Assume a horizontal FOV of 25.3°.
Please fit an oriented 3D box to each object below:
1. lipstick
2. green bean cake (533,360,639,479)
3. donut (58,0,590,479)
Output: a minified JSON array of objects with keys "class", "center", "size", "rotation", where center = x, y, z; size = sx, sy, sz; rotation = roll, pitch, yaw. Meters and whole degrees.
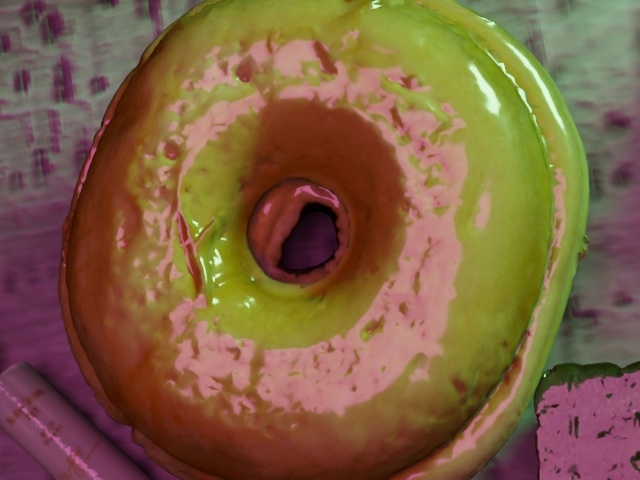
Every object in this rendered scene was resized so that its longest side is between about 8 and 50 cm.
[{"class":"lipstick","center":[-0.182,0.207,1.218],"size":[0.264,0.059,0.059],"rotation":[40,91,14]},{"class":"green bean cake","center":[0.258,0.185,1.115],"size":[0.173,0.094,0.181],"rotation":[-4,81,11]},{"class":"donut","center":[0.000,0.000,1.142],"size":[0.448,0.198,0.449],"rotation":[-2,82,12]}]
